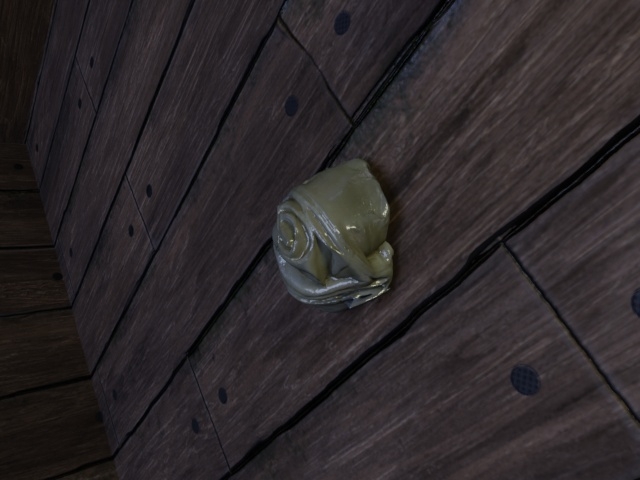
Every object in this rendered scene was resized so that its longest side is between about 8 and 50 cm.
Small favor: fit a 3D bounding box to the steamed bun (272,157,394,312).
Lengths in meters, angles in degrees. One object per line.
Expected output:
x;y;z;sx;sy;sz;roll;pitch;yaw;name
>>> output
0.001;0.002;0.748;0.218;0.144;0.211;-30;72;45;steamed bun
